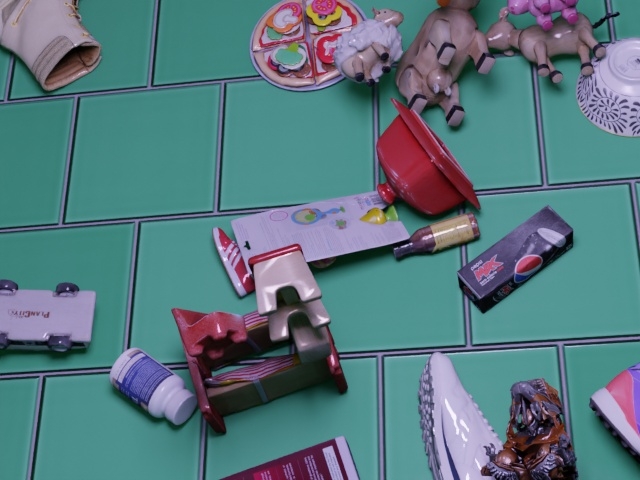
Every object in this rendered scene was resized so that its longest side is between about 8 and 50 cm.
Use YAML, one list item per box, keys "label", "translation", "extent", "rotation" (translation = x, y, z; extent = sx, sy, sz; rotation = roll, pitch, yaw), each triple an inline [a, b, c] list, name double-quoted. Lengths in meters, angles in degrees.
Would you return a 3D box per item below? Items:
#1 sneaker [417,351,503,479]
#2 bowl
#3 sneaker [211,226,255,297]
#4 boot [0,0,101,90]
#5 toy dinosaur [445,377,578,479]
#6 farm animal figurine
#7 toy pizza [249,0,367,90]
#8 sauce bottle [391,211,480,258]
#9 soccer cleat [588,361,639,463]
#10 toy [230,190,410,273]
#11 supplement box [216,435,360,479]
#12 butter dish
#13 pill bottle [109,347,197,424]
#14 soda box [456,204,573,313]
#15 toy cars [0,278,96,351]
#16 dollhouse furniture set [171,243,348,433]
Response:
- label: "sneaker"
  translation: [0.188, 0.258, 1.634]
  extent: [0.095, 0.090, 0.235]
  rotation: [-6, 64, -7]
- label: "bowl"
  translation: [0.468, -0.247, 1.850]
  extent: [0.170, 0.080, 0.170]
  rotation: [-5, 60, 8]
- label: "sneaker"
  translation: [-0.114, 0.021, 1.836]
  extent: [0.067, 0.042, 0.118]
  rotation: [-27, 68, 0]
- label: "boot"
  translation: [-0.418, -0.387, 2.089]
  extent: [0.262, 0.095, 0.203]
  rotation: [-41, 62, -10]
- label: "toy dinosaur"
  translation: [0.276, 0.333, 1.513]
  extent: [0.164, 0.218, 0.322]
  rotation: [-35, 68, 26]
- label: "farm animal figurine"
  translation: [0.226, -0.315, 1.858]
  extent: [0.327, 0.330, 0.172]
  rotation: [-44, 36, 26]
- label: "toy pizza"
  translation: [-0.019, -0.331, 2.018]
  extent: [0.201, 0.032, 0.201]
  rotation: [-5, 61, 8]
- label: "sauce bottle"
  translation: [0.166, -0.005, 1.798]
  extent: [0.128, 0.042, 0.042]
  rotation: [-17, 60, 3]
- label: "soccer cleat"
  translation: [0.463, 0.268, 1.517]
  extent: [0.116, 0.108, 0.318]
  rotation: [-42, 45, 3]
- label: "toy"
  translation: [0.000, 0.000, 1.810]
  extent: [0.237, 0.056, 0.137]
  rotation: [-15, 37, -7]
- label: "supplement box"
  translation: [-0.058, 0.362, 1.620]
  extent: [0.239, 0.073, 0.130]
  rotation: [-19, 59, -1]
- label: "butter dish"
  translation: [0.134, -0.099, 1.798]
  extent: [0.118, 0.160, 0.160]
  rotation: [-39, 50, 10]
- label: "pill bottle"
  translation: [-0.233, 0.207, 1.742]
  extent: [0.120, 0.067, 0.067]
  rotation: [31, 71, 25]
- label: "soda box"
  translation: [0.276, 0.026, 1.752]
  extent: [0.169, 0.053, 0.060]
  rotation: [-36, 61, -9]
- label: "toy cars"
  translation: [-0.499, 0.182, 1.802]
  extent: [0.393, 0.087, 0.176]
  rotation: [-36, 66, -13]
- label: "dollhouse furniture set"
  translation: [-0.093, 0.104, 1.599]
  extent: [0.201, 0.374, 0.152]
  rotation: [-18, 64, -1]
